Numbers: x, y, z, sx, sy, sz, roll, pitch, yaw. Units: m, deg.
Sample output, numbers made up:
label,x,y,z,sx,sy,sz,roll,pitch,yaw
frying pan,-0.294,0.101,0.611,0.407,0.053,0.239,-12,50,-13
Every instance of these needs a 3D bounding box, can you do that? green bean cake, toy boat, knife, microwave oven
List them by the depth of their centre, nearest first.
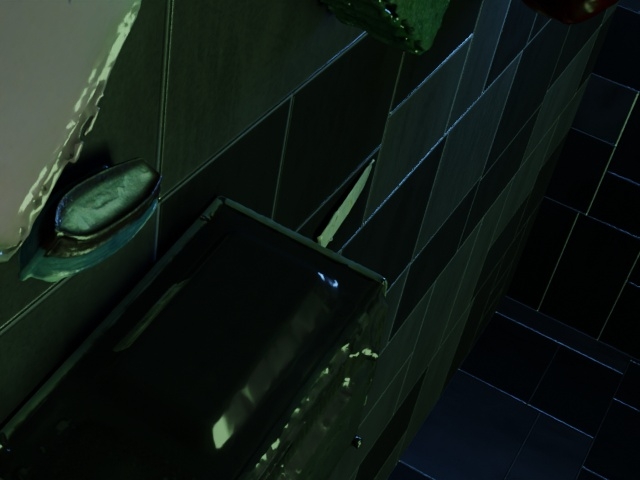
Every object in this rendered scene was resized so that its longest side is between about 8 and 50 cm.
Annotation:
label,x,y,z,sx,sy,sz,roll,pitch,yaw
toy boat,-0.166,-0.013,0.735,0.061,0.060,0.137,-45,-176,38
microwave oven,-0.102,0.187,0.945,0.355,0.218,0.286,-51,160,-37
green bean cake,0.077,-0.298,0.958,0.208,0.107,0.193,-65,161,0
knife,0.002,0.001,1.335,0.298,0.017,0.047,-54,155,-29

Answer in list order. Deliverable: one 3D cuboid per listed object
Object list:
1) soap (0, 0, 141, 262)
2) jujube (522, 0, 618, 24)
label,x,y,z,sx,sy,sz,roll,pitch,yaw
soap,-0.199,-0.093,0.468,0.181,0.081,0.259,-65,163,1
jujube,0.394,-0.468,1.462,0.377,0.258,0.258,-41,153,-37
